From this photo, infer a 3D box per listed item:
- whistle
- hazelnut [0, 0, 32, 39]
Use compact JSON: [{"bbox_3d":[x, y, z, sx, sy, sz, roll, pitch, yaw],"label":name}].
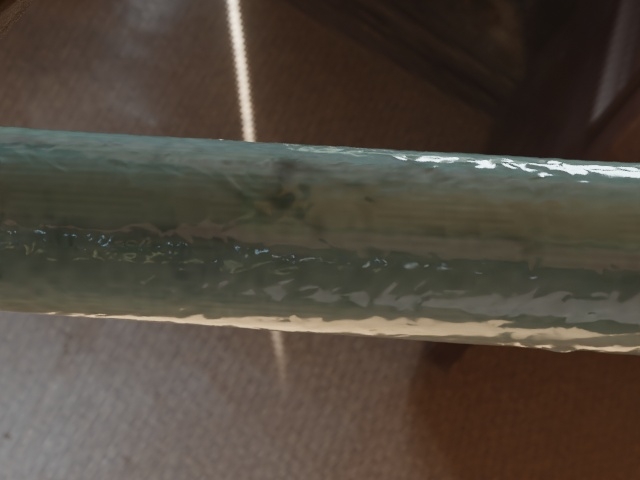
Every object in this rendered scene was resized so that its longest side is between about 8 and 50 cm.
[{"bbox_3d":[0.000,0.000,0.502,0.312,0.062,0.062,4,45,3],"label":"whistle"},{"bbox_3d":[-0.199,-0.191,0.342,0.352,0.421,0.421,4,40,15],"label":"hazelnut"}]
